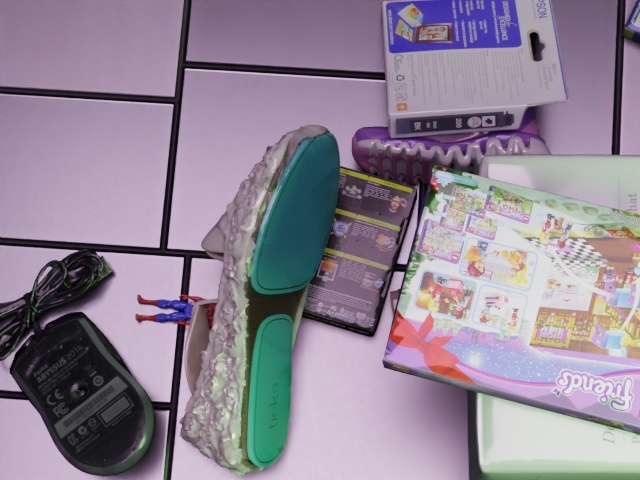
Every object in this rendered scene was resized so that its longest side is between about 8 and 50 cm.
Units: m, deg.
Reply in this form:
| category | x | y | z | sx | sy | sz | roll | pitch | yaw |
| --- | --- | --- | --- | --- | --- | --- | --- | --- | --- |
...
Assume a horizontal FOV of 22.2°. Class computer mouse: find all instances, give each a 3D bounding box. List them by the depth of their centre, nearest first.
| category | x | y | z | sx | sy | sz | roll | pitch | yaw |
| --- | --- | --- | --- | --- | --- | --- | --- | --- | --- |
| computer mouse | -0.276 | 0.160 | 1.900 | 0.188 | 0.072 | 0.272 | -33 | 66 | -3 |

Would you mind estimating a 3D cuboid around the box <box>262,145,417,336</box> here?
| category | x | y | z | sx | sy | sz | roll | pitch | yaw |
| --- | --- | --- | --- | --- | --- | --- | --- | --- | --- |
| box | 0.000 | 0.000 | 1.932 | 0.191 | 0.045 | 0.184 | 15 | 77 | 6 |

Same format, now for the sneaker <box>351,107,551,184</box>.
| category | x | y | z | sx | sy | sz | roll | pitch | yaw |
| --- | --- | --- | --- | --- | --- | --- | --- | --- | --- |
| sneaker | 0.154 | -0.128 | 1.934 | 0.236 | 0.095 | 0.104 | -1 | 71 | -3 |

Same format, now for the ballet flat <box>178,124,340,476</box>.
| category | x | y | z | sx | sy | sz | roll | pitch | yaw |
| --- | --- | --- | --- | --- | --- | --- | --- | --- | --- |
| ballet flat | -0.087 | 0.061 | 1.842 | 0.147 | 0.147 | 0.408 | 12 | 95 | 5 |

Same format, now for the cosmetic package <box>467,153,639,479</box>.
| category | x | y | z | sx | sy | sz | roll | pitch | yaw |
| --- | --- | --- | --- | --- | --- | --- | --- | --- | --- |
| cosmetic package | 0.357 | 0.100 | 1.748 | 0.394 | 0.329 | 0.327 | 0 | 78 | 3 |

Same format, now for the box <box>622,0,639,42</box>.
| category | x | y | z | sx | sy | sz | roll | pitch | yaw |
| --- | --- | --- | --- | --- | --- | --- | --- | --- | --- |
| box | 0.496 | -0.265 | 1.971 | 0.225 | 0.036 | 0.136 | 25 | 80 | 9 |

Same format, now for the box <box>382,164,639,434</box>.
| category | x | y | z | sx | sy | sz | roll | pitch | yaw |
| --- | --- | --- | --- | --- | --- | --- | --- | --- | --- |
| box | 0.224 | 0.060 | 1.565 | 0.293 | 0.057 | 0.201 | 15 | 79 | 7 |

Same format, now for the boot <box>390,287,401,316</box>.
| category | x | y | z | sx | sy | sz | roll | pitch | yaw |
| --- | --- | --- | --- | --- | --- | --- | --- | --- | --- |
| boot | 0.125 | 0.064 | 1.913 | 0.087 | 0.042 | 0.118 | 0 | 77 | 5 |

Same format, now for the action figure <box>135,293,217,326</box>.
| category | x | y | z | sx | sy | sz | roll | pitch | yaw |
| --- | --- | --- | --- | --- | --- | --- | --- | --- | --- |
| action figure | -0.161 | 0.084 | 1.928 | 0.115 | 0.030 | 0.038 | 4 | 73 | 1 |

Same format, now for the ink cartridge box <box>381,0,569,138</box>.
| category | x | y | z | sx | sy | sz | roll | pitch | yaw |
| --- | --- | --- | --- | --- | --- | --- | --- | --- | --- |
| ink cartridge box | 0.179 | -0.211 | 1.923 | 0.208 | 0.045 | 0.206 | -4 | 47 | 4 |
